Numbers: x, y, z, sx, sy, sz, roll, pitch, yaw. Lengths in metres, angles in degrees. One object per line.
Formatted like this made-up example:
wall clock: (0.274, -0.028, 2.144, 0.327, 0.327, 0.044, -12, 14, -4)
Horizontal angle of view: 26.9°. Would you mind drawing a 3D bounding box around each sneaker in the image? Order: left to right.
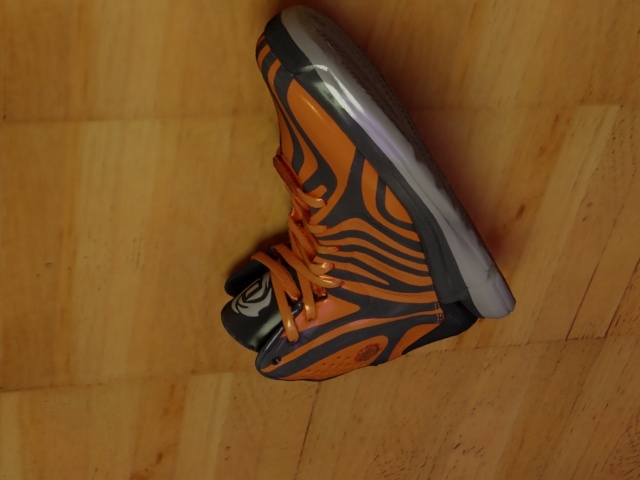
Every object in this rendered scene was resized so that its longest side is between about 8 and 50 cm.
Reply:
sneaker: (0.000, 0.000, 0.869, 0.180, 0.124, 0.321, -30, 136, 7)
